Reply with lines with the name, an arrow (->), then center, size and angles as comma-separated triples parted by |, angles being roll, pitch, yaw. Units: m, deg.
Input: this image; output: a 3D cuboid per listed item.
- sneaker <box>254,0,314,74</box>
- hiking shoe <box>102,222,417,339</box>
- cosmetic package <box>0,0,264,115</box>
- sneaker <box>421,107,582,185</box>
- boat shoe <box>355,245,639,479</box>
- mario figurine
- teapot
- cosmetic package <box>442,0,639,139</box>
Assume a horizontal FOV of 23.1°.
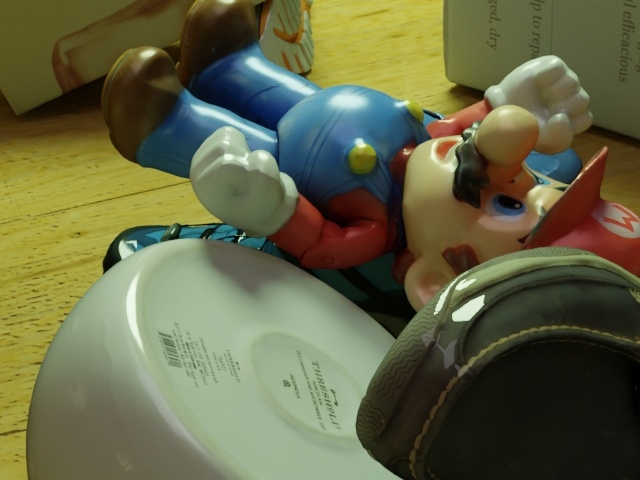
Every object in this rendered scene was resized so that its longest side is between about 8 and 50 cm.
sneaker -> -0.054, -0.201, 1.408 | 0.083, 0.084, 0.215 | -13, 29, 11
hiking shoe -> 0.000, 0.000, 1.044 | 0.304, 0.132, 0.113 | 3, 34, 10
cosmetic package -> -0.159, -0.245, 1.347 | 0.296, 0.129, 0.153 | -23, 33, 7
sneaker -> 0.095, -0.062, 1.174 | 0.209, 0.082, 0.069 | -5, 32, -3
boat shoe -> 0.169, 0.093, 0.780 | 0.355, 0.132, 0.130 | 8, 22, -45
mario figurine -> 0.042, -0.061, 0.897 | 0.320, 0.170, 0.198 | 25, 79, 18
teapot -> -0.054, 0.139, 0.811 | 0.252, 0.187, 0.256 | 40, 25, 5
cosmetic package -> 0.346, -0.280, 1.250 | 0.393, 0.327, 0.329 | 21, 41, 31
